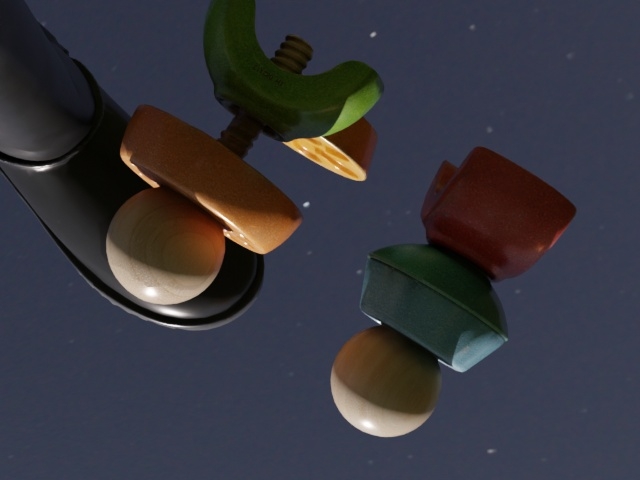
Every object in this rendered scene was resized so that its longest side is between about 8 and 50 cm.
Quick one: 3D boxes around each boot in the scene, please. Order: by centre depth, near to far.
[{"bbox_3d":[-0.208,-0.099,0.888,0.367,0.445,0.146,38,-102,9],"label":"boot"}]

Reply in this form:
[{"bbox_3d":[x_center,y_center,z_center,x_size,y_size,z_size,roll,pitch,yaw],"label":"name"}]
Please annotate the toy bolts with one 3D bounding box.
[{"bbox_3d":[0.000,0.000,0.650,0.228,0.218,0.159,32,-95,1],"label":"toy bolts"}]
